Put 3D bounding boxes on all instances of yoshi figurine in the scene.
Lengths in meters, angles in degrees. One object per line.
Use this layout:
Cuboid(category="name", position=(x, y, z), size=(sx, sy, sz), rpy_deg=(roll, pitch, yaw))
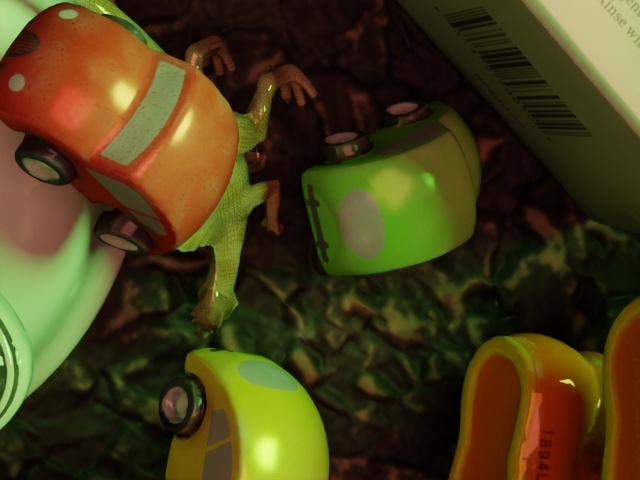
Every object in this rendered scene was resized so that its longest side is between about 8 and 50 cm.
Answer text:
Cuboid(category="yoshi figurine", position=(0.241, 0.131, 0.610), size=(0.362, 0.203, 0.203), rpy_deg=(9, 122, -28))

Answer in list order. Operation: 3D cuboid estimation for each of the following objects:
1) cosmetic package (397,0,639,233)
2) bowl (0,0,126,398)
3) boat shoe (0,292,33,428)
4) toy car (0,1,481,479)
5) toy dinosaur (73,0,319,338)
Cuboid(category="cosmetic package", position=(0.208, -0.191, 0.597), size=(0.365, 0.155, 0.197), rpy_deg=(-43, 101, -5))
Cuboid(category="bowl", position=(-0.212, -0.036, 0.548), size=(0.298, 0.134, 0.298), rpy_deg=(-1, 94, -10))
Cuboid(category="boat shoe", position=(-0.193, 0.009, 0.450), size=(0.219, 0.070, 0.078), rpy_deg=(27, 90, -12))
Cuboid(category="toy car", position=(0.000, 0.000, 0.573), size=(0.225, 0.053, 0.239), rpy_deg=(-31, 116, -40))
Cuboid(category="toy dinosaur", position=(-0.046, -0.043, 0.585), size=(0.092, 0.053, 0.183), rpy_deg=(-55, 139, -42))
